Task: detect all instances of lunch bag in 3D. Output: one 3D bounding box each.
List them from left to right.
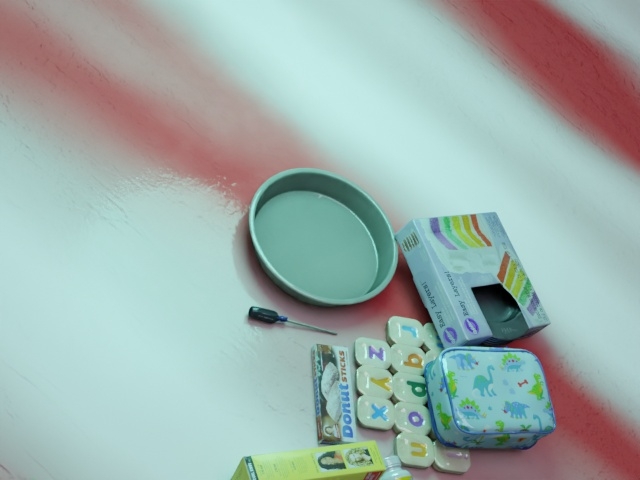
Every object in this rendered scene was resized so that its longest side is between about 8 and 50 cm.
[{"bbox_3d":[0.294,0.272,1.824,0.219,0.090,0.176,4,58,-24],"label":"lunch bag"}]

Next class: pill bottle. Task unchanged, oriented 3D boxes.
[{"bbox_3d":[0.125,0.411,1.689,0.065,0.065,0.116,-7,61,-30],"label":"pill bottle"}]

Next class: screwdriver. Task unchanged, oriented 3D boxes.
[{"bbox_3d":[-0.045,0.139,1.821,0.170,0.024,0.025,12,82,-21],"label":"screwdriver"}]

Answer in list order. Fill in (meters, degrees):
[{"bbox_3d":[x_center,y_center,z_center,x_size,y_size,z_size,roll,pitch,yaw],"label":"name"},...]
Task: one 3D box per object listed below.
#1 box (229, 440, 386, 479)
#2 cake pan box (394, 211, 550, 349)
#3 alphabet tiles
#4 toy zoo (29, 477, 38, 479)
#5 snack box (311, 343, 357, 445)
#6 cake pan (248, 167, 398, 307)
[{"bbox_3d":[-0.020,0.368,1.631,0.232,0.087,0.058,-1,49,-28],"label":"box"},{"bbox_3d":[0.288,0.078,1.968,0.246,0.070,0.266,-5,64,-38],"label":"cake pan box"},{"bbox_3d":[0.187,0.270,1.845,0.278,0.021,0.284,11,54,-19],"label":"alphabet tiles"},{"bbox_3d":[-0.317,0.451,1.395,0.293,0.030,0.192,20,45,14],"label":"toy zoo"},{"bbox_3d":[0.022,0.260,1.770,0.064,0.022,0.178,10,54,-22],"label":"snack box"},{"bbox_3d":[0.000,0.000,1.917,0.293,0.054,0.293,13,53,-18],"label":"cake pan"}]
